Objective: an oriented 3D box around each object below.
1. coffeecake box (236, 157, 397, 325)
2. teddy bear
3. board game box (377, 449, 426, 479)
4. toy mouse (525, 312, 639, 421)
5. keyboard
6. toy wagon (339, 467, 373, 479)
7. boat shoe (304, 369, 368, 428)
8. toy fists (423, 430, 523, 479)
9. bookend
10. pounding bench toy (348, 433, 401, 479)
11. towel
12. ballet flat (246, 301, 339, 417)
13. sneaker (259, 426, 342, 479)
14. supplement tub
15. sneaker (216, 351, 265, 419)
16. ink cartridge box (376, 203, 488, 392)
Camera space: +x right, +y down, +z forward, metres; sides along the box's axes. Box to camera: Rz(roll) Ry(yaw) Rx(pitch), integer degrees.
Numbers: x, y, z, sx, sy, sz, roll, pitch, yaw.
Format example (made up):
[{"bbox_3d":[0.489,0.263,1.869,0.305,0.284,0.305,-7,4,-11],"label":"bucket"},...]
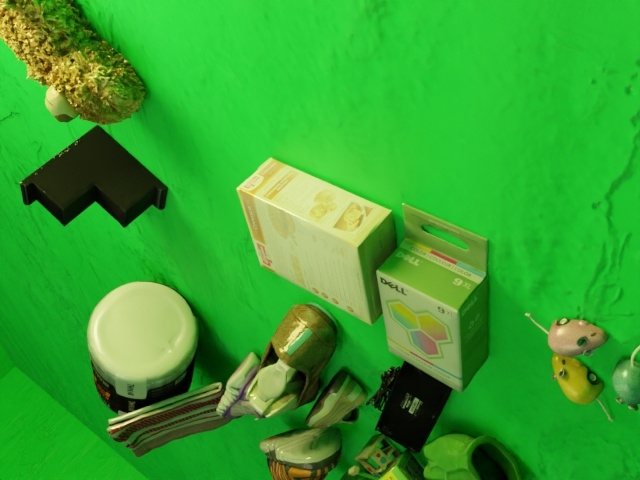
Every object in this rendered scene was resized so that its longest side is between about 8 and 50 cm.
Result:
[{"bbox_3d":[0.000,0.000,0.972,0.185,0.068,0.142,26,147,31],"label":"coffeecake box"},{"bbox_3d":[-0.383,-0.282,1.066,0.245,0.113,0.338,1,129,56],"label":"teddy bear"},{"bbox_3d":[0.205,0.456,1.175,0.317,0.046,0.213,50,-178,12],"label":"board game box"},{"bbox_3d":[0.278,0.126,0.808,0.161,0.031,0.143,46,152,-1],"label":"toy mouse"},{"bbox_3d":[0.125,0.212,1.117,0.100,0.038,0.192,30,134,14],"label":"keyboard"},{"bbox_3d":[0.186,0.527,1.434,0.267,0.068,0.344,54,150,-17],"label":"toy wagon"},{"bbox_3d":[0.028,0.277,1.317,0.072,0.068,0.190,31,151,2],"label":"boat shoe"},{"bbox_3d":[0.255,0.378,1.117,0.279,0.096,0.142,48,145,-3],"label":"toy fists"},{"bbox_3d":[-0.350,-0.071,1.254,0.157,0.156,0.072,41,152,6],"label":"bookend"},{"bbox_3d":[0.093,0.375,1.335,0.065,0.083,0.052,45,152,0],"label":"pounding bench toy"},{"bbox_3d":[-0.299,0.376,1.668,0.329,0.237,0.037,97,153,-68],"label":"towel"},{"bbox_3d":[-0.056,0.213,1.275,0.116,0.124,0.342,41,152,9],"label":"ballet flat"},{"bbox_3d":[-0.015,0.445,1.477,0.321,0.124,0.180,142,112,-73],"label":"sneaker"},{"bbox_3d":[-0.355,0.237,1.621,0.207,0.207,0.338,39,151,10],"label":"supplement tub"},{"bbox_3d":[-0.129,0.302,1.535,0.104,0.095,0.236,34,150,5],"label":"sneaker"},{"bbox_3d":[0.127,0.068,0.901,0.109,0.062,0.209,27,147,32],"label":"ink cartridge box"}]
